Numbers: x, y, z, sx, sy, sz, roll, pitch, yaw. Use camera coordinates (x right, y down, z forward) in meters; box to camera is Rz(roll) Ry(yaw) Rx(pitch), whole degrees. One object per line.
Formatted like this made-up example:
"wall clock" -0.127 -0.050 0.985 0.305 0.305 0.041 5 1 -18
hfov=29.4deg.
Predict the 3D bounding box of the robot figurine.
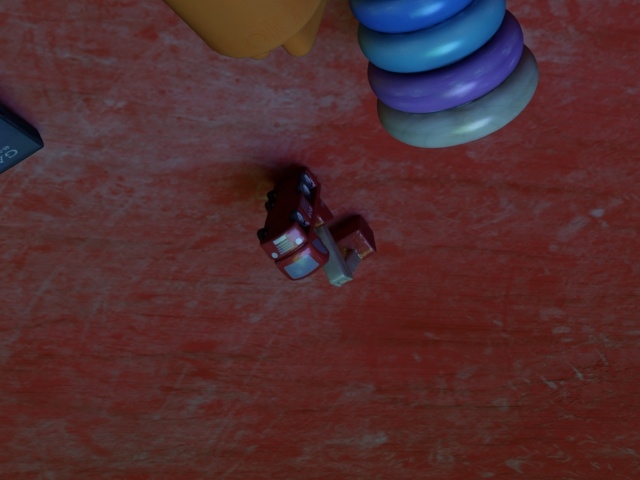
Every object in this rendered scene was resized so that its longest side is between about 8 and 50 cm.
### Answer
"robot figurine" -0.075 -0.229 0.941 0.128 0.158 0.219 -43 137 5

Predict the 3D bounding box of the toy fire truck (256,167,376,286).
"toy fire truck" 0.000 0.000 1.247 0.047 0.192 0.135 -30 111 18

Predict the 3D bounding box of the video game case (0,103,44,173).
"video game case" -0.382 -0.083 1.023 0.196 0.026 0.274 -30 159 7

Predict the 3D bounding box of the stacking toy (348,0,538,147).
"stacking toy" 0.065 -0.238 0.942 0.141 0.141 0.330 -20 125 7
